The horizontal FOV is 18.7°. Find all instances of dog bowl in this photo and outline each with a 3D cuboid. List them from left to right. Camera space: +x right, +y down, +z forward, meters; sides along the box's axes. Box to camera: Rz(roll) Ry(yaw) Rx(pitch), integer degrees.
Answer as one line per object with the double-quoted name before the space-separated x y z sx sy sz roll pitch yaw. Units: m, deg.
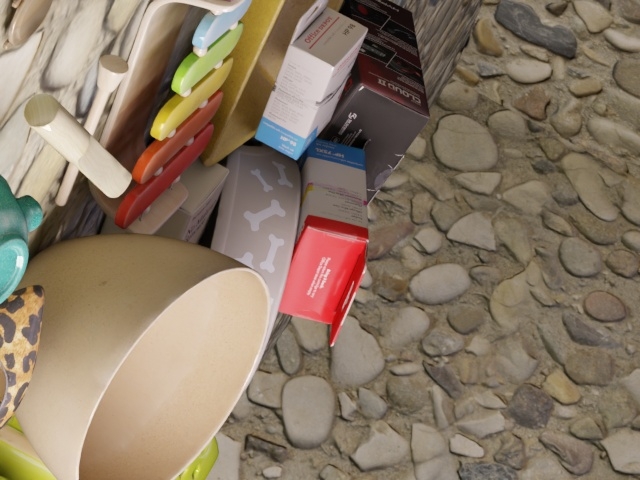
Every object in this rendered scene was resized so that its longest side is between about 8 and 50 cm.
"dog bowl" -0.116 0.037 2.348 0.349 0.102 0.349 -164 -90 -79

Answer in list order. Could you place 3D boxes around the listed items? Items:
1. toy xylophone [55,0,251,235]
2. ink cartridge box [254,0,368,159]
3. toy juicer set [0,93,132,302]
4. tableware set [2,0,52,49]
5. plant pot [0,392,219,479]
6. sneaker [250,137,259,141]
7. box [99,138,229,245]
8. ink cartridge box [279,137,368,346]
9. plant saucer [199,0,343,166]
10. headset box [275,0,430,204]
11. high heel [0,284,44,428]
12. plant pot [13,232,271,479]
"toy xylophone" -0.159 -0.135 1.934 0.236 0.081 0.323 -53 170 -46
"ink cartridge box" -0.006 -0.194 2.229 0.104 0.060 0.180 -52 169 -49
"toy juicer set" -0.287 -0.015 1.518 0.329 0.089 0.209 -48 155 -26
"tableware set" -0.200 -0.232 1.493 0.141 0.020 0.169 -55 171 -35
"plant pot" -0.259 0.227 2.132 0.227 0.228 0.207 -56 166 -28
"sneaker" -0.077 -0.087 2.696 0.126 0.091 0.240 -65 171 24
"box" -0.201 0.023 2.210 0.113 0.094 0.275 -54 171 -50
"ink cartridge box" 0.000 0.000 2.295 0.231 0.078 0.134 -90 -162 -53
"plant saucer" -0.046 -0.274 2.203 0.333 0.081 0.333 -64 173 21
"headset box" 0.032 -0.163 2.503 0.218 0.110 0.293 -54 -156 30
"high heel" -0.337 0.153 1.731 0.261 0.093 0.186 -53 180 6
"plant pot" -0.213 0.104 1.938 0.284 0.191 0.284 -44 153 -29
